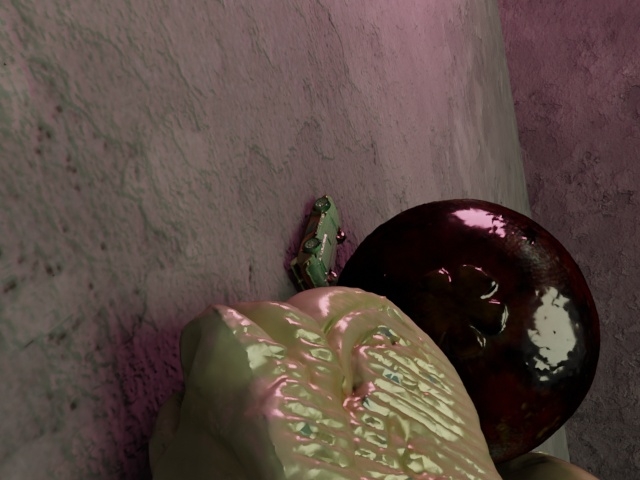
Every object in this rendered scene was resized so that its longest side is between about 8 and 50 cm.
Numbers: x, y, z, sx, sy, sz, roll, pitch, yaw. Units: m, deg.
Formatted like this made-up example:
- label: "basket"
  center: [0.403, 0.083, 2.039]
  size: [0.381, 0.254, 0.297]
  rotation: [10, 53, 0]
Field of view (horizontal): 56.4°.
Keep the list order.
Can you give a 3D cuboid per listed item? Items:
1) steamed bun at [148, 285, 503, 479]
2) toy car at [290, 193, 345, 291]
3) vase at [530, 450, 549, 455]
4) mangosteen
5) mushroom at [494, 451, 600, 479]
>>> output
- label: "steamed bun"
  center: [-0.002, 0.184, 0.439]
  size: [0.268, 0.207, 0.280]
  rotation: [11, 42, -52]
- label: "toy car"
  center: [0.000, 0.000, 0.650]
  size: [0.122, 0.035, 0.059]
  rotation: [-79, 151, -47]
- label: "vase"
  center: [0.505, 0.668, 1.408]
  size: [0.173, 0.173, 0.321]
  rotation: [32, 51, -58]
- label: "mangosteen"
  center: [0.151, 0.102, 0.672]
  size: [0.311, 0.311, 0.311]
  rotation: [23, 64, -61]
- label: "mushroom"
  center: [0.178, 0.404, 0.621]
  size: [0.353, 0.353, 0.325]
  rotation: [34, 39, -57]
